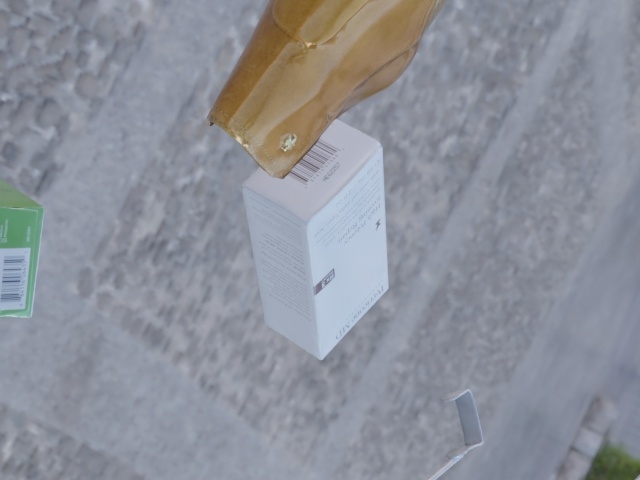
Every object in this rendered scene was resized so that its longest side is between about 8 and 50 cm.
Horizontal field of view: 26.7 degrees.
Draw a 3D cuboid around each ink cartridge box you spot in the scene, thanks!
[{"bbox_3d":[-0.338,-0.007,1.301,0.062,0.209,0.108,0,106,-34],"label":"ink cartridge box"}]

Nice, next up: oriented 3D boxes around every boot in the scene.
[{"bbox_3d":[0.008,-0.149,0.820,0.211,0.104,0.295,-50,164,-10],"label":"boot"}]

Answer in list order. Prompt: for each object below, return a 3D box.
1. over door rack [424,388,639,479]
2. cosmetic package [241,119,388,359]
[{"bbox_3d":[0.146,0.235,1.071,0.324,0.240,0.108,-42,113,-46],"label":"over door rack"},{"bbox_3d":[0.000,0.000,1.292,0.117,0.085,0.231,-46,151,-25],"label":"cosmetic package"}]
